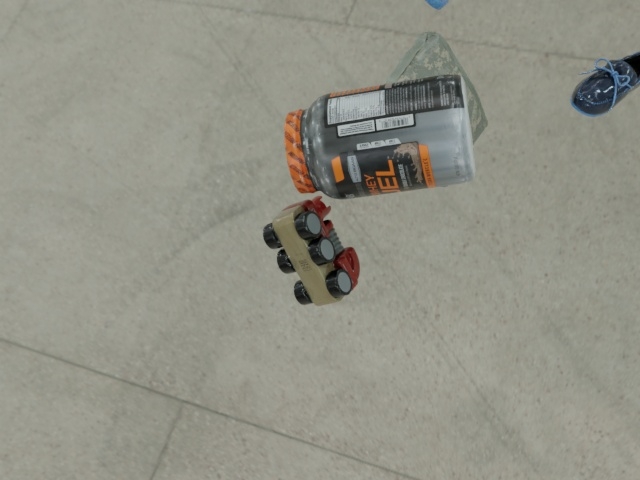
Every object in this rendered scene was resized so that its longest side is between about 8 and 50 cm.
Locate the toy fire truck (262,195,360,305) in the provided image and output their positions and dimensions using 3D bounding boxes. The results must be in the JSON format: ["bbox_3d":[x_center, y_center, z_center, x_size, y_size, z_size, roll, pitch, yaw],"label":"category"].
[{"bbox_3d":[0.000,0.000,1.618,0.159,0.217,0.246,-17,18,36],"label":"toy fire truck"}]

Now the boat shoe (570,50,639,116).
[{"bbox_3d":[0.619,-0.350,1.568,0.109,0.089,0.258,42,55,14],"label":"boat shoe"}]

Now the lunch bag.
[{"bbox_3d":[0.234,-0.301,1.691,0.169,0.287,0.235,8,51,41],"label":"lunch bag"}]

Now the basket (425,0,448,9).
[{"bbox_3d":[0.189,-0.681,1.703,0.201,0.289,0.254,-35,31,39],"label":"basket"}]

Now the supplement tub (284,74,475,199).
[{"bbox_3d":[0.115,-0.190,1.405,0.338,0.207,0.207,-7,62,13],"label":"supplement tub"}]
